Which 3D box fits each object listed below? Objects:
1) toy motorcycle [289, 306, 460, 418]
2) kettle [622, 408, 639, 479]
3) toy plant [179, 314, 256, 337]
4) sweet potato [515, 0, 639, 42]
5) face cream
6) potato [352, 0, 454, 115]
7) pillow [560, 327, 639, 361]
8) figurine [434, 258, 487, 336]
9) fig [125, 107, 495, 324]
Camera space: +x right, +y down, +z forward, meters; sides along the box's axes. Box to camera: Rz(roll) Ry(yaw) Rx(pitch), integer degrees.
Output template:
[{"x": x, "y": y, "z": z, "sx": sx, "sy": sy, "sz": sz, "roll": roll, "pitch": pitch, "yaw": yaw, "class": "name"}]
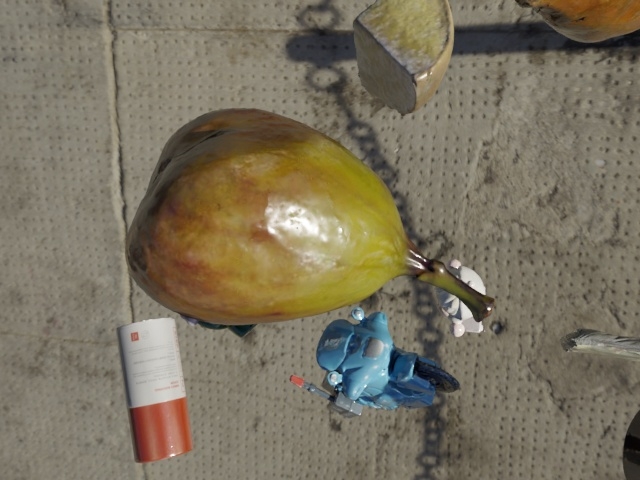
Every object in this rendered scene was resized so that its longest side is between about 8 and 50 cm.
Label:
[{"x": 0.068, "y": 0.187, "z": 0.865, "sx": 0.182, "sy": 0.272, "sz": 0.124, "roll": 26, "pitch": 65, "yaw": -5, "class": "toy motorcycle"}, {"x": 0.456, "y": 0.256, "z": 0.604, "sx": 0.202, "sy": 0.232, "sz": 0.144, "roll": 29, "pitch": 82, "yaw": -9, "class": "kettle"}, {"x": -0.211, "y": 0.082, "z": 1.211, "sx": 0.112, "sy": 0.232, "sz": 0.243, "roll": -42, "pitch": 61, "yaw": 25, "class": "toy plant"}, {"x": 0.264, "y": -0.240, "z": 0.565, "sx": 0.112, "sy": 0.359, "sz": 0.112, "roll": 20, "pitch": 124, "yaw": 34, "class": "sweet potato"}, {"x": -0.269, "y": 0.240, "z": 0.990, "sx": 0.095, "sy": 0.096, "sz": 0.214, "roll": -14, "pitch": 80, "yaw": 15, "class": "face cream"}, {"x": 0.205, "y": -0.372, "z": 1.247, "sx": 0.189, "sy": 0.211, "sz": 0.264, "roll": -29, "pitch": 55, "yaw": -8, "class": "potato"}, {"x": 0.726, "y": 0.259, "z": 1.502, "sx": 0.254, "sy": 0.169, "sz": 0.060, "roll": 5, "pitch": 72, "yaw": 18, "class": "pillow"}, {"x": 0.358, "y": 0.151, "z": 1.547, "sx": 0.144, "sy": 0.256, "sz": 0.182, "roll": 23, "pitch": 85, "yaw": 22, "class": "figurine"}, {"x": 0.001, "y": -0.001, "z": 0.447, "sx": 0.274, "sy": 0.170, "sz": 0.146, "roll": 18, "pitch": 122, "yaw": -4, "class": "fig"}]
